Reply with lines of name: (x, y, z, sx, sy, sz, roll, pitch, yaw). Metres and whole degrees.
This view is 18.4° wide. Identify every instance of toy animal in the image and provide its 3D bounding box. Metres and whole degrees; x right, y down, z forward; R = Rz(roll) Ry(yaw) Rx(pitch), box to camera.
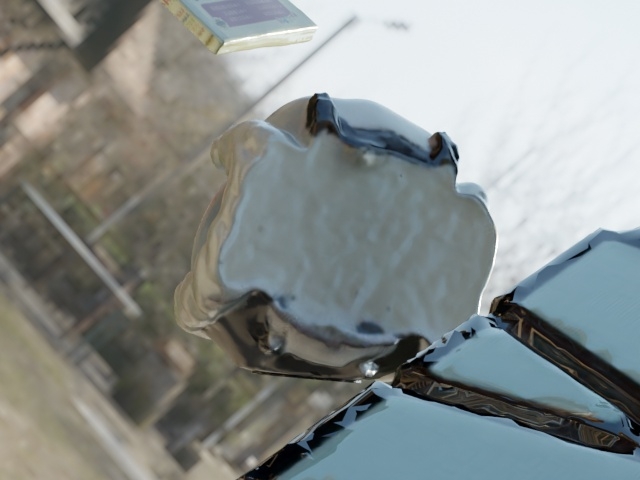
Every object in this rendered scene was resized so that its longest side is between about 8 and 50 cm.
toy animal: (0.000, 0.000, 1.392, 0.208, 0.204, 0.156, 15, -3, -24)

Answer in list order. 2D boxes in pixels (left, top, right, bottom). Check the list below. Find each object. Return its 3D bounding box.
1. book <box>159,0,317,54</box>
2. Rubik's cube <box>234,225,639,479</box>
book: (-0.122, -0.244, 1.680, 0.232, 0.022, 0.162, 45, 28, 14)
Rubik's cube: (0.143, 0.200, 0.767, 0.293, 0.288, 0.283, 29, -54, 29)
